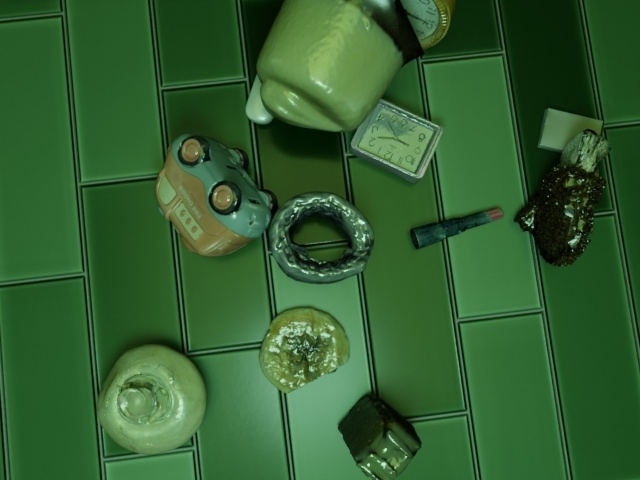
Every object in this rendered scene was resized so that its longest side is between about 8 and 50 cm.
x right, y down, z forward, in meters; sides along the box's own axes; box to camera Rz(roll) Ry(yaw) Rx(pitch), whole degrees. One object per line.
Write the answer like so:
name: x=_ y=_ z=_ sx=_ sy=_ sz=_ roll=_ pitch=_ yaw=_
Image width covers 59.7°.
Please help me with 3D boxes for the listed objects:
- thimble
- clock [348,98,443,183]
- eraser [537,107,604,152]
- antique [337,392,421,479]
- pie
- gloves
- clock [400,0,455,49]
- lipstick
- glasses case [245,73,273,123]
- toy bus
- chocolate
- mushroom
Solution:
thimble: x=0.000 y=0.000 z=1.309 sx=0.245 sy=0.157 sz=0.217 roll=20 pitch=85 yaw=0
clock: x=0.187 y=-0.250 z=1.383 sx=0.197 sy=0.063 sz=0.150 roll=26 pitch=86 yaw=1
eraser: x=0.635 y=-0.269 z=1.417 sx=0.150 sy=0.023 sz=0.104 roll=13 pitch=84 yaw=0
antique: x=0.135 y=0.437 z=1.211 sx=0.150 sy=0.284 sz=0.125 roll=40 pitch=85 yaw=3
pie: x=-0.046 y=0.254 z=1.339 sx=0.218 sy=0.052 sz=0.185 roll=-30 pitch=81 yaw=-6
gloves: x=0.578 y=-0.093 z=1.323 sx=0.135 sy=0.210 sz=0.312 roll=19 pitch=77 yaw=-15
clock: x=0.171 y=-0.598 z=1.330 sx=0.317 sy=0.244 sz=0.200 roll=24 pitch=69 yaw=-3
lipstick: x=0.341 y=-0.035 z=1.375 sx=0.234 sy=0.053 sz=0.053 roll=-16 pitch=86 yaw=-5
glasses case: x=-0.130 y=-0.384 z=1.392 sx=0.074 sy=0.049 sz=0.193 roll=18 pitch=83 yaw=-4
toy bus: x=-0.257 y=-0.094 z=1.290 sx=0.232 sy=0.194 sz=0.288 roll=-43 pitch=74 yaw=19
chocolate: x=0.025 y=-0.386 z=1.263 sx=0.326 sy=0.314 sz=0.297 roll=15 pitch=82 yaw=28
mushroom: x=-0.381 y=0.353 z=1.249 sx=0.246 sy=0.202 sz=0.246 roll=-1 pitch=76 yaw=4
